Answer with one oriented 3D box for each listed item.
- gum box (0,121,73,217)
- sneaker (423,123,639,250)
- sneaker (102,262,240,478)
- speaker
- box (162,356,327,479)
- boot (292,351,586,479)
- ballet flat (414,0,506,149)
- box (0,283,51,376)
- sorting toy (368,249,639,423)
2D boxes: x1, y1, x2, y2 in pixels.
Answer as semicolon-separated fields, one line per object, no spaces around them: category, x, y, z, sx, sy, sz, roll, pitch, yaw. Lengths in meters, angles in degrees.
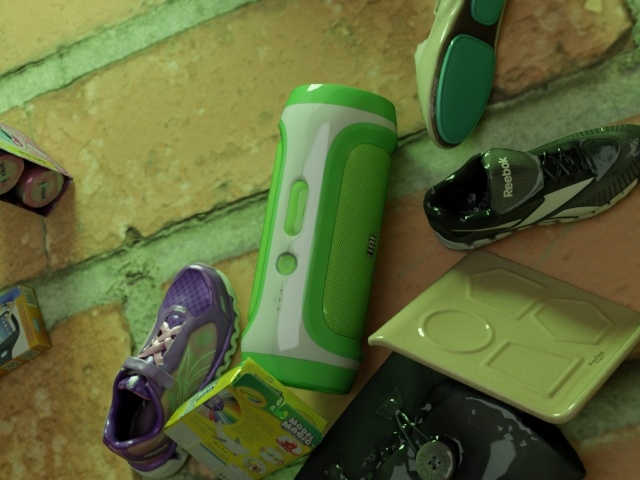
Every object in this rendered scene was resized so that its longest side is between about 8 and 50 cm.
gum box;-0.386;-0.099;1.451;0.107;0.188;0.062;39;96;28
sneaker;0.200;-0.055;1.205;0.234;0.106;0.078;-20;71;20
sneaker;-0.164;0.134;1.337;0.095;0.104;0.236;17;84;29
speaker;0.000;0.000;1.276;0.131;0.131;0.297;5;80;27
box;-0.071;0.178;1.239;0.179;0.105;0.043;-36;16;52
boot;0.083;0.350;1.157;0.445;0.146;0.367;-48;65;3
ballet flat;0.142;-0.212;1.297;0.086;0.086;0.248;15;83;28
box;-0.386;0.119;1.491;0.136;0.028;0.081;-30;66;15
sorting toy;0.177;0.087;1.159;0.208;0.193;0.038;19;125;30
